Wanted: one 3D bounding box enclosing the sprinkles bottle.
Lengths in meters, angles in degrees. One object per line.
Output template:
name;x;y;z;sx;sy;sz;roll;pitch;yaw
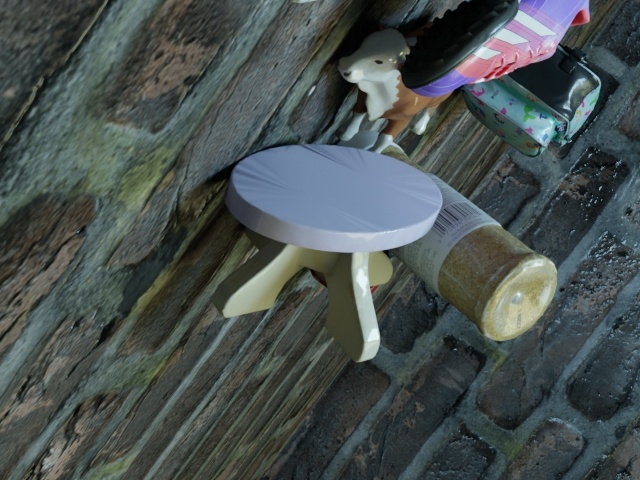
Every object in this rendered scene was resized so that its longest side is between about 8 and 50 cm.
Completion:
sprinkles bottle;0.141;-0.016;1.254;0.121;0.355;0.121;-21;131;-25

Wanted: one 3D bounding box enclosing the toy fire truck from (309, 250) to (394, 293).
toy fire truck;0.077;0.008;1.666;0.217;0.158;0.246;-50;158;-13

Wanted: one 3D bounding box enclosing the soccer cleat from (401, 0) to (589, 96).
soccer cleat;0.212;-0.232;1.097;0.109;0.116;0.318;0;-144;48

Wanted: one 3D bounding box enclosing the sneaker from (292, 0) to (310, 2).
sneaker;0.012;-0.256;0.804;0.061;0.054;0.152;-38;162;-41

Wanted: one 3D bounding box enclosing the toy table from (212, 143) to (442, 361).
toy table;0.000;0.000;1.116;0.274;0.252;0.160;0;127;-29

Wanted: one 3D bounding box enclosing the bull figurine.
bull figurine;0.104;-0.197;1.220;0.310;0.101;0.188;-32;161;-53

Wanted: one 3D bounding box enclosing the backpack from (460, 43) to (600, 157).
backpack;0.376;-0.265;1.744;0.191;0.225;0.253;-53;166;8
